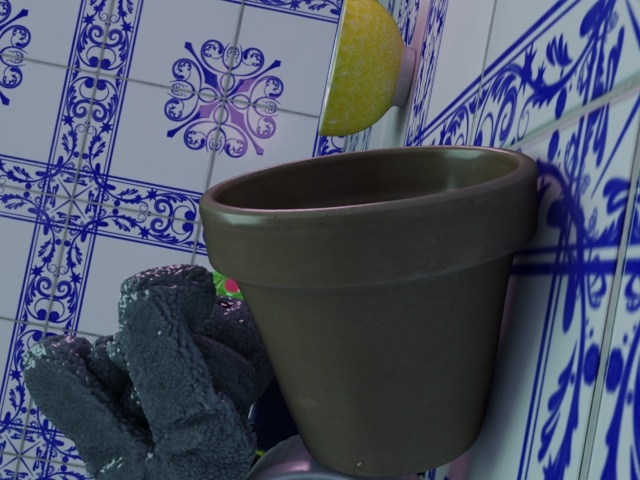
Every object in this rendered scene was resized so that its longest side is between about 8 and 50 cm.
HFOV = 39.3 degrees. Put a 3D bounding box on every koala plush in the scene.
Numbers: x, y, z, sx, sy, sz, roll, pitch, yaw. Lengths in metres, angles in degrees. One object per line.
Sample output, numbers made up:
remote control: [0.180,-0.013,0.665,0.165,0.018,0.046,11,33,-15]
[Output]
koala plush: [-0.108,0.122,0.821,0.196,0.203,0.221,-31,0,28]

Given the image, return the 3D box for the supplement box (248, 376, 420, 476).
supplement box: [0.020,0.135,1.093,0.356,0.195,0.194,-175,96,-88]

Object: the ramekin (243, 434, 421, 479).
ramekin: [0.009,0.271,0.810,0.109,0.207,0.207,-61,-16,-70]

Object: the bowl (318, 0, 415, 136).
bowl: [0.097,-0.330,1.741,0.289,0.156,0.289,-169,90,-87]

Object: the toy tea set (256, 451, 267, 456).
toy tea set: [-0.046,0.406,1.572,0.124,0.200,0.336,61,164,23]

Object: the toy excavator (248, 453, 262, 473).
toy excavator: [-0.079,0.461,1.084,0.445,0.433,0.222,-39,38,41]

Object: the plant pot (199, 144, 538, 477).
plant pot: [0.049,0.055,0.728,0.263,0.263,0.229,-90,-8,-75]

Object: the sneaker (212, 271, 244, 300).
sneaker: [-0.081,0.167,1.553,0.483,0.185,0.202,31,142,54]
